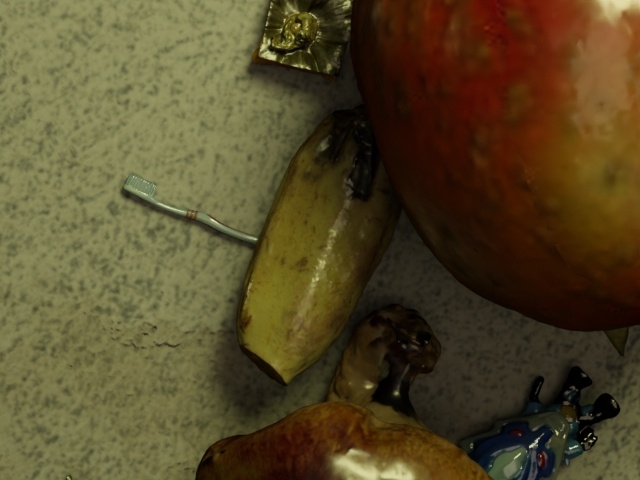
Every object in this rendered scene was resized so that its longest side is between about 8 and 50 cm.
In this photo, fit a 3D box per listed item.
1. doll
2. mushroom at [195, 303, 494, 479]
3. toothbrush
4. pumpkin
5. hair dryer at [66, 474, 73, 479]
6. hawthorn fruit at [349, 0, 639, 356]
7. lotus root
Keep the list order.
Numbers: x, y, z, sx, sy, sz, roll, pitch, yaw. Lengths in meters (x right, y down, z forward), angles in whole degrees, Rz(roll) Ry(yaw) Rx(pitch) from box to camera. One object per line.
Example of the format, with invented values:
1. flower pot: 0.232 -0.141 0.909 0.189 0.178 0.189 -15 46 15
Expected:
1. doll: 0.194 0.204 0.998 0.195 0.070 0.096 -40 70 -5
2. mushroom: 0.048 0.226 0.924 0.254 0.267 0.267 -35 101 -37
3. toothbrush: -0.089 -0.015 0.959 0.193 0.013 0.019 24 84 -9
4. pumpkin: -0.013 -0.186 0.932 0.083 0.054 0.074 13 90 -4
5. hair dryer: -0.217 0.340 0.966 0.199 0.067 0.167 45 94 1
6. hawthorn fruit: 0.221 -0.102 0.810 0.403 0.403 0.402 -1 96 -8
7. lotus root: 0.000 0.000 0.924 0.110 0.097 0.258 22 82 23
